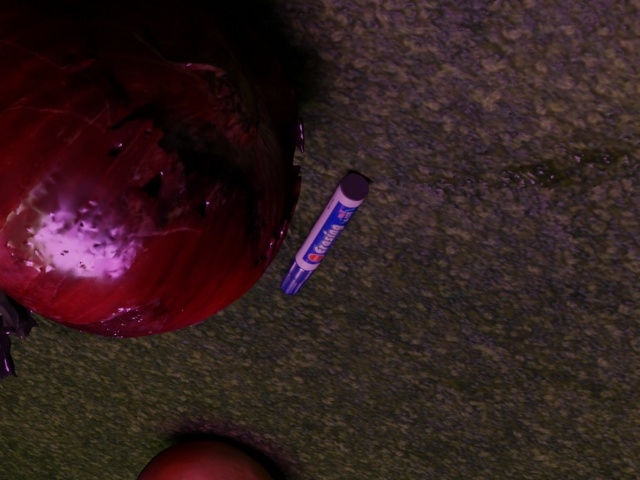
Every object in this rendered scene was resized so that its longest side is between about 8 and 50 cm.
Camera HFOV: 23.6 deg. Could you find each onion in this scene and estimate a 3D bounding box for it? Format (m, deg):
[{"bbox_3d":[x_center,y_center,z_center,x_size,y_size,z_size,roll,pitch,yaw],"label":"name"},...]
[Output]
[{"bbox_3d":[-0.146,-0.058,1.091,0.276,0.276,0.276,15,149,9],"label":"onion"}]

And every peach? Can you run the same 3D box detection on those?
[{"bbox_3d":[-0.129,0.315,1.763,0.184,0.184,0.184,15,149,9],"label":"peach"}]

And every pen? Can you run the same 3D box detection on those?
[{"bbox_3d":[0.000,0.000,1.328,0.025,0.025,0.204,24,149,-5],"label":"pen"}]

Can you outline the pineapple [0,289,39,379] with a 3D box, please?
[{"bbox_3d":[-0.410,0.011,1.495,0.364,0.166,0.165,24,150,-22],"label":"pineapple"}]
